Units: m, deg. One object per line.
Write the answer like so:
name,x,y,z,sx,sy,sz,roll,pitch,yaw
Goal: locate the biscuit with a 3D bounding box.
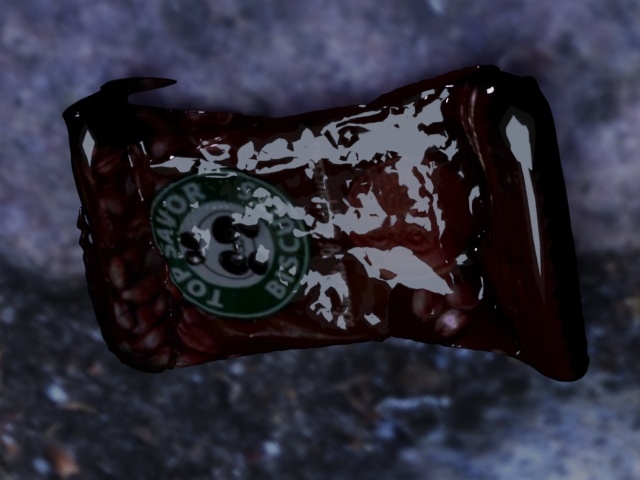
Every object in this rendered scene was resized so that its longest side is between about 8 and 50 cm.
biscuit,0.000,-0.006,0.783,0.235,0.063,0.151,-3,112,13
